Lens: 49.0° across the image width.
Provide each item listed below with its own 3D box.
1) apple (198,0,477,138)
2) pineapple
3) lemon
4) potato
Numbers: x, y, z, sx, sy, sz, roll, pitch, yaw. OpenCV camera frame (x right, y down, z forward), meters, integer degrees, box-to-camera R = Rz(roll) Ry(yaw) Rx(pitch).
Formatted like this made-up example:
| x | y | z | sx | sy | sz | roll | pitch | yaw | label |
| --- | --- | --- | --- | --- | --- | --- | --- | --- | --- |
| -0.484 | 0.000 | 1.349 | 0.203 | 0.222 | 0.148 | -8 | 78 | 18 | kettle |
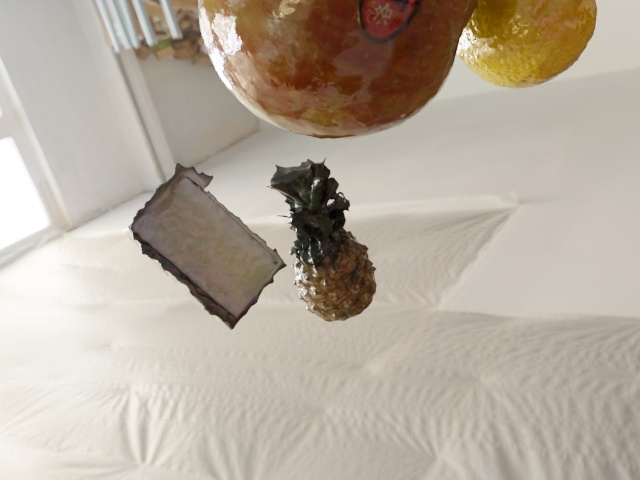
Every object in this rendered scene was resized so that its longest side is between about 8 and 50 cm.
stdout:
| x | y | z | sx | sy | sz | roll | pitch | yaw | label |
| --- | --- | --- | --- | --- | --- | --- | --- | --- | --- |
| 0.034 | -0.245 | 0.671 | 0.309 | 0.250 | 0.277 | -51 | -175 | 32 | apple |
| 0.000 | -0.001 | 1.009 | 0.128 | 0.248 | 0.128 | -13 | -143 | 10 | pineapple |
| 0.217 | -0.239 | 0.771 | 0.142 | 0.142 | 0.187 | -21 | -172 | -10 | lemon |
| -0.098 | 0.005 | 0.576 | 0.086 | 0.122 | 0.061 | -51 | -166 | -22 | potato |
